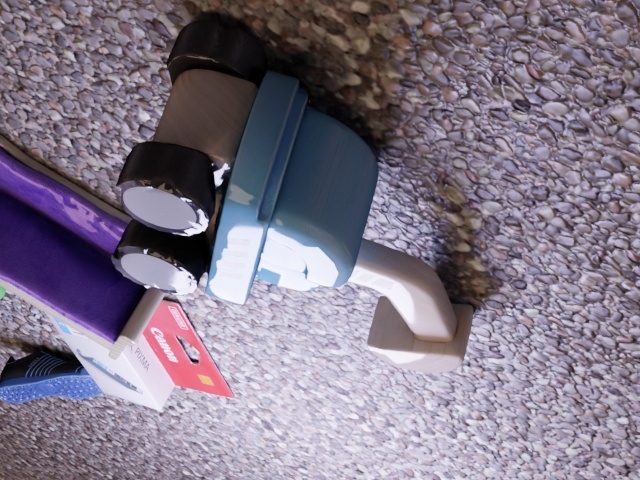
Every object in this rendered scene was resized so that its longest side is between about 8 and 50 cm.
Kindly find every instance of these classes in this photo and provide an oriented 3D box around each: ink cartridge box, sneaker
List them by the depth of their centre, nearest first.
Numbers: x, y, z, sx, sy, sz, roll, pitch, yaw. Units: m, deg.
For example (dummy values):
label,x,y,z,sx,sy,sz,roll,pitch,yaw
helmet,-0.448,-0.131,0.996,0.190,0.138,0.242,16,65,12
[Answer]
label,x,y,z,sx,sy,sz,roll,pitch,yaw
ink cartridge box,-0.313,0.189,2.075,0.261,0.066,0.296,12,146,27
sneaker,-0.506,0.250,2.317,0.232,0.090,0.081,-5,139,12

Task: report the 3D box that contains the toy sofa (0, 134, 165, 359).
label,x,y,z,sx,sy,sz,roll,pitch,yaw
toy sofa,-0.400,0.010,1.792,0.363,0.150,0.177,32,150,-6

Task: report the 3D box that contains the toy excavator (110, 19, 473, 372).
label,x,y,z,sx,sy,sz,roll,pitch,yaw
toy excavator,0.000,0.000,1.431,0.445,0.222,0.433,18,150,0

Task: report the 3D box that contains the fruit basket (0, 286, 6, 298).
label,x,y,z,sx,sy,sz,roll,pitch,yaw
fruit basket,-0.714,0.172,2.071,0.283,0.392,0.392,18,148,16
